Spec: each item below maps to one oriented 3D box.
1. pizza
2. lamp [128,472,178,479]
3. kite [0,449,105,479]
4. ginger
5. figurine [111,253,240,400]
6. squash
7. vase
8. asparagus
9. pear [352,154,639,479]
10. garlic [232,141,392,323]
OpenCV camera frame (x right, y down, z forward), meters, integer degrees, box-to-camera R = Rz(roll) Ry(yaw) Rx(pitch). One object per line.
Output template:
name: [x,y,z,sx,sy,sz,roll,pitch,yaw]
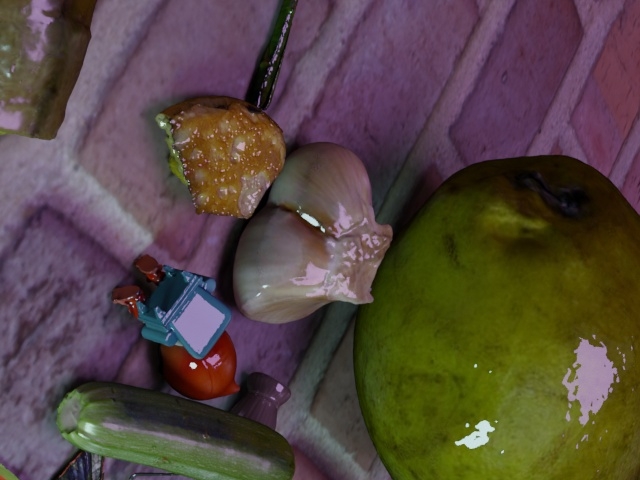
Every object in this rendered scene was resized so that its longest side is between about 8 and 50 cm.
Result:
pizza: [-0.083,-0.070,1.029,0.160,0.035,0.099,2,100,-54]
lamp: [-0.118,0.228,1.087,0.041,0.054,0.121,-67,152,-11]
kite: [-0.219,0.220,0.973,0.190,0.010,0.159,-49,136,-35]
ginger: [-0.183,-0.186,0.793,0.109,0.116,0.263,19,92,-14]
figurine: [-0.107,0.078,1.018,0.068,0.075,0.140,-54,138,-27]
squash: [-0.110,0.163,1.017,0.229,0.066,0.066,23,83,-39]
vase: [-0.066,0.172,1.130,0.101,0.053,0.053,-63,143,-23]
asparagus: [-0.019,-0.223,1.074,0.023,0.022,0.233,19,89,-11]
pear: [0.195,0.120,1.236,0.352,0.352,0.413,-28,118,-46]
garlic: [-0.012,-0.004,1.113,0.124,0.099,0.174,27,76,-35]
